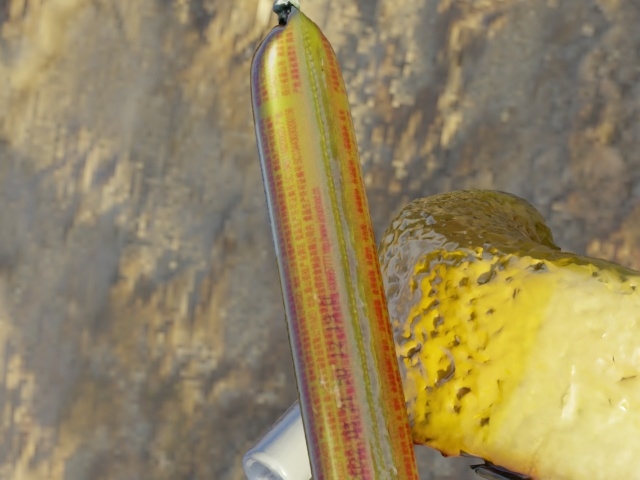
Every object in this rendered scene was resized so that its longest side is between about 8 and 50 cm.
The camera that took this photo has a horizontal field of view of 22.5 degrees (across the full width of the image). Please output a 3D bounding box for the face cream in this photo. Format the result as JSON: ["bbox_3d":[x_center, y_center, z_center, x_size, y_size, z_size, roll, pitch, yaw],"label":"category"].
[{"bbox_3d":[0.013,0.148,1.445,0.057,0.198,0.084,45,149,3],"label":"face cream"}]

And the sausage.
[{"bbox_3d":[0.000,0.000,1.101,0.082,0.082,0.371,-30,65,54],"label":"sausage"}]

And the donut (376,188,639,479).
[{"bbox_3d":[0.241,0.068,1.200,0.377,0.435,0.163,-129,47,-74],"label":"donut"}]
